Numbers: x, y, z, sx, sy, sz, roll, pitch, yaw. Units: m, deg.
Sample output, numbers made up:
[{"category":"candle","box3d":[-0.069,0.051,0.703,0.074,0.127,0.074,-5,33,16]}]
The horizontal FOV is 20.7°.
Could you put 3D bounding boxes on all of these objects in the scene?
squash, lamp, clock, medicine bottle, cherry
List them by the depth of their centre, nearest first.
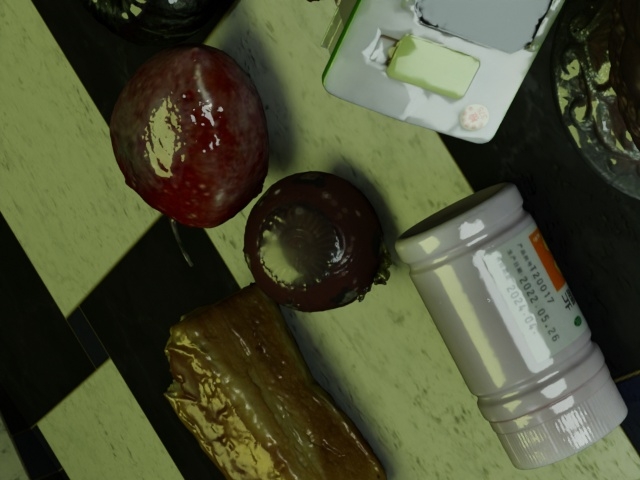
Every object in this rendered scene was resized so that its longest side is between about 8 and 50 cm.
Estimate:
[{"category":"clock","box3d":[0.096,-0.258,1.330,0.309,0.166,0.235,-102,34,-56]},{"category":"medicine bottle","box3d":[0.181,0.081,1.661,0.249,0.133,0.133,63,155,-4]},{"category":"squash","box3d":[-0.196,-0.305,1.923,0.193,0.156,0.193,20,141,18]},{"category":"lamp","box3d":[-0.004,0.002,1.926,0.157,0.156,0.135,69,-162,2]},{"category":"cherry","box3d":[-0.145,-0.126,1.987,0.249,0.175,0.192,95,154,-47]}]

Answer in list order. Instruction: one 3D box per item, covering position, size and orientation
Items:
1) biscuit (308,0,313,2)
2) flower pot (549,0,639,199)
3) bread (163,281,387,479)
[{"category":"biscuit","box3d":[-0.014,-0.299,1.735,0.126,0.025,0.206,62,156,-4]},{"category":"flower pot","box3d":[0.286,-0.120,1.126,0.266,0.267,0.267,62,166,-5]},{"category":"bread","box3d":[-0.069,0.230,2.222,0.149,0.195,0.344,-37,83,45]}]
